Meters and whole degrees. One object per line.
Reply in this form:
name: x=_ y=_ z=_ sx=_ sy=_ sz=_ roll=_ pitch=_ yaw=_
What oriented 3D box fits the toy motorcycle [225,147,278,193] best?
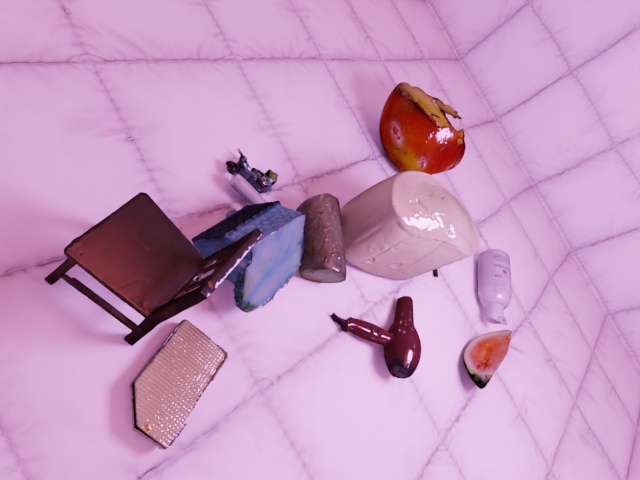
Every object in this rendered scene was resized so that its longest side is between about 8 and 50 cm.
toy motorcycle: x=-0.219 y=-0.214 z=1.321 sx=0.173 sy=0.058 sz=0.100 roll=30 pitch=45 yaw=-26

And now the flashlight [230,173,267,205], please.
flashlight: x=-0.197 y=-0.120 z=1.267 sx=0.200 sy=0.093 sz=0.047 roll=45 pitch=77 yaw=-15

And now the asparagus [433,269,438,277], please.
asparagus: x=0.490 y=0.051 z=1.807 sx=0.023 sy=0.022 sz=0.233 roll=-1 pitch=64 yaw=7

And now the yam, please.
yam: x=0.000 y=0.000 z=1.324 sx=0.161 sy=0.161 sz=0.268 roll=12 pitch=60 yaw=-36

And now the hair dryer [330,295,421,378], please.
hair dryer: x=0.185 y=0.274 z=1.401 sx=0.340 sy=0.123 sz=0.313 roll=26 pitch=42 yaw=-15

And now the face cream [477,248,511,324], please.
face cream: x=0.782 y=0.224 z=1.880 sx=0.145 sy=0.145 sz=0.370 roll=35 pitch=50 yaw=-22

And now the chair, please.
chair: x=-0.346 y=0.032 z=0.831 sx=0.240 sy=0.416 sz=0.203 roll=47 pitch=46 yaw=-12

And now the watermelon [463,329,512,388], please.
watermelon: x=0.638 y=0.458 z=1.654 sx=0.128 sy=0.159 sz=0.303 roll=36 pitch=42 yaw=20

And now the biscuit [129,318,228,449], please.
biscuit: x=-0.333 y=0.320 z=0.950 sx=0.150 sy=0.052 sz=0.252 roll=41 pitch=46 yaw=-12

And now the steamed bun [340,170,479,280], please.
steamed bun: x=0.302 y=-0.063 z=1.464 sx=0.455 sy=0.371 sz=0.290 roll=21 pitch=55 yaw=-35

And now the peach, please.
peach: x=0.429 y=-0.479 z=1.805 sx=0.339 sy=0.353 sz=0.417 roll=-48 pitch=126 yaw=-61

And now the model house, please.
model house: x=-0.212 y=0.023 z=1.143 sx=0.241 sy=0.226 sz=0.261 roll=26 pitch=38 yaw=22
